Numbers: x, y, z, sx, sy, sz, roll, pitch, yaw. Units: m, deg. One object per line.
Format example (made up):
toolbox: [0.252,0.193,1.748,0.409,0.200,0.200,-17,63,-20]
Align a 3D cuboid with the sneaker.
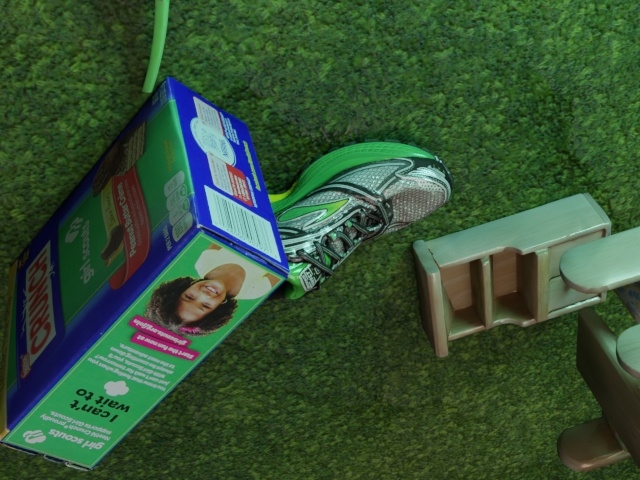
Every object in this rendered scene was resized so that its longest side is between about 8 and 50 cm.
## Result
sneaker: [0.000,0.000,1.089,0.343,0.146,0.134,-24,133,0]

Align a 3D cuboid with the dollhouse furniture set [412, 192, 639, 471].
dollhouse furniture set: [0.303,0.148,1.156,0.256,0.394,0.362,-17,133,-5]

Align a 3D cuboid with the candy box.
candy box: [-0.196,0.032,0.962,0.122,0.268,0.317,30,115,-33]

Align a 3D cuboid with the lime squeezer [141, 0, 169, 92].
lime squeezer: [-0.177,-0.266,0.855,0.109,0.059,0.310,-24,134,1]
